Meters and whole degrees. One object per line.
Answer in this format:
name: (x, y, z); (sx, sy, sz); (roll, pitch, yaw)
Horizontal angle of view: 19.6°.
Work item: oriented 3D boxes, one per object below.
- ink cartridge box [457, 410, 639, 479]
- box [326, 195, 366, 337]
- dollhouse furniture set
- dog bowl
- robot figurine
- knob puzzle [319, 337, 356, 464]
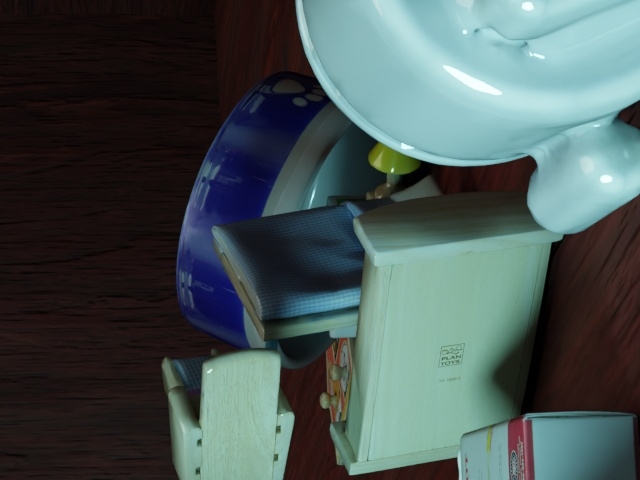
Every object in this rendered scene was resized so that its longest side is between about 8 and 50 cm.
ink cartridge box: (0.141, 0.175, 1.149); (0.175, 0.072, 0.127); (131, 138, -78)
box: (0.055, 0.022, 1.632); (0.087, 0.101, 0.102); (-101, 13, -52)
dollhouse furniture set: (0.000, 0.000, 1.371); (0.303, 0.286, 0.198); (-119, 28, -50)
dog bowl: (-0.024, -0.020, 1.726); (0.265, 0.104, 0.265); (-51, -27, -39)
robot figurine: (0.095, -0.147, 0.997); (0.353, 0.199, 0.300); (155, 97, -81)
knob puzzle: (0.015, 0.137, 2.182); (0.213, 0.030, 0.213); (179, 90, -82)
